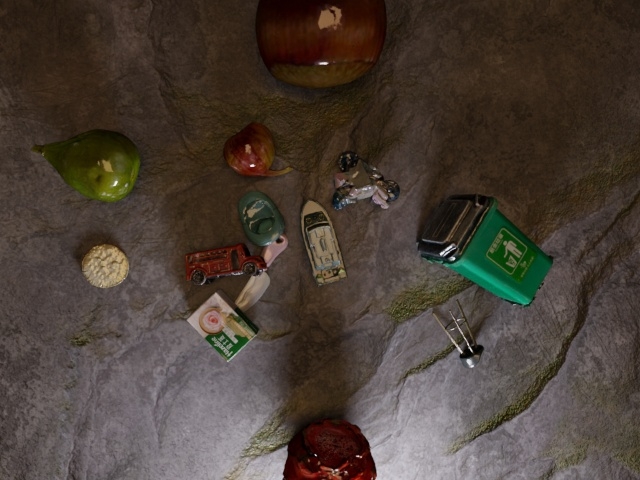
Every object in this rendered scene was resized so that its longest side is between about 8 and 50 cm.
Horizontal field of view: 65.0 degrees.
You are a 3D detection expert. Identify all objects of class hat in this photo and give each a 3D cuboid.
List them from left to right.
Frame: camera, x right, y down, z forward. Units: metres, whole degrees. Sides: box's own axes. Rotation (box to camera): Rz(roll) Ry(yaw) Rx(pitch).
[{"bbox_3d":[-0.194,-0.069,1.677,0.138,0.078,0.190,-26,79,6],"label":"hat"}]

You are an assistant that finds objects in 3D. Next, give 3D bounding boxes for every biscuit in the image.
[{"bbox_3d":[-0.704,0.082,1.645,0.152,0.020,0.152,0,89,-7],"label":"biscuit"}]

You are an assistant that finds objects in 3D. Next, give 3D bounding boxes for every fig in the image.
[{"bbox_3d":[-0.704,-0.263,1.555,0.314,0.233,0.233,42,85,1],"label":"fig"},{"bbox_3d":[-0.211,-0.269,1.649,0.175,0.175,0.207,-35,112,-6],"label":"fig"}]

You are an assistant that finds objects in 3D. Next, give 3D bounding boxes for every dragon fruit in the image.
[{"bbox_3d":[0.030,0.729,1.584,0.296,0.295,0.301,1,92,-6],"label":"dragon fruit"}]

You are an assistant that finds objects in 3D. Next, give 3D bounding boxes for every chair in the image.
[{"bbox_3d":[0.492,0.323,1.743,0.095,0.104,0.221,-26,89,-23],"label":"chair"}]

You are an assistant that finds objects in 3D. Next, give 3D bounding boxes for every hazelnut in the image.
[{"bbox_3d":[0.000,-0.678,1.568,0.421,0.352,0.420,11,126,16],"label":"hazelnut"}]

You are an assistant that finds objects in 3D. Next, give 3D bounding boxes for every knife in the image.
[{"bbox_3d":[-0.206,0.122,1.701,0.081,0.043,0.336,29,92,-9],"label":"knife"}]

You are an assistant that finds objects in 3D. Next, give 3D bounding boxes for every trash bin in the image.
[{"bbox_3d":[0.541,0.037,1.678,0.381,0.295,0.259,35,85,-15],"label":"trash bin"}]

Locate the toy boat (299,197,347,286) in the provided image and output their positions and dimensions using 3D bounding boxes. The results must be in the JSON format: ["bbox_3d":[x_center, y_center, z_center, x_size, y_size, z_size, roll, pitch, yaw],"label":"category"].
[{"bbox_3d":[0.001,0.001,1.676,0.114,0.122,0.296,-16,90,-6],"label":"toy boat"}]

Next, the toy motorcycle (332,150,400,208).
[{"bbox_3d":[0.128,-0.169,1.707,0.239,0.108,0.204,34,80,20],"label":"toy motorcycle"}]

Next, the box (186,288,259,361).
[{"bbox_3d":[-0.317,0.276,1.649,0.135,0.081,0.199,-44,91,2],"label":"box"}]

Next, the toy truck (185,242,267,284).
[{"bbox_3d":[-0.304,0.074,1.630,0.253,0.107,0.114,-10,83,4],"label":"toy truck"}]
